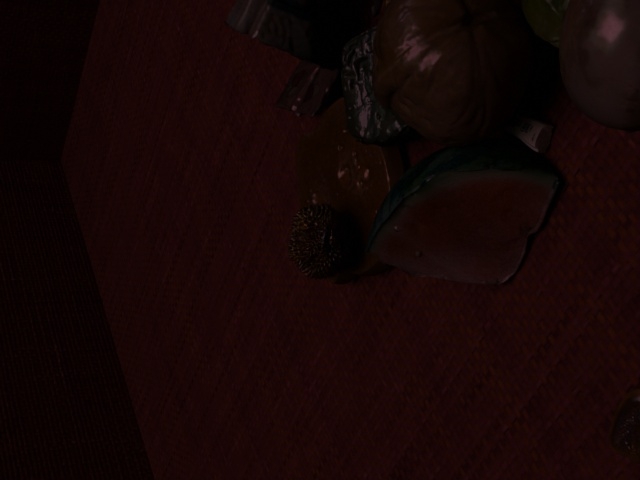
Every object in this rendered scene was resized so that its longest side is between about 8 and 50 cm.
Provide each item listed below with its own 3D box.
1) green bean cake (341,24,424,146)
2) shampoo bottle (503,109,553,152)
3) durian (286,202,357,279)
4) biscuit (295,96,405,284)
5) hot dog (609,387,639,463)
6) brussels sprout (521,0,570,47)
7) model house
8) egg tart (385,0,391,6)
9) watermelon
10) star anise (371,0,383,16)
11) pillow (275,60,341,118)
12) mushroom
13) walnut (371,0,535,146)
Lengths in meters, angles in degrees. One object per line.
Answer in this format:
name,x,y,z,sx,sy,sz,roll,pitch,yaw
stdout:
green bean cake,0.146,-0.298,1.930,0.222,0.125,0.227,-15,80,47
shampoo bottle,0.338,-0.193,1.712,0.141,0.034,0.049,42,132,54
durian,0.000,0.000,2.096,0.158,0.137,0.168,63,155,1
biscuit,0.067,-0.103,2.160,0.365,0.062,0.385,-36,61,53
hot dog,0.472,0.260,1.461,0.090,0.060,0.140,41,132,48
brussels sprout,0.381,-0.375,1.527,0.181,0.144,0.161,49,115,18
model house,-0.053,-0.540,2.163,0.298,0.243,0.284,-130,58,-66
egg tart,0.168,-0.482,2.003,0.105,0.039,0.105,2,92,60
watermelon,0.208,-0.059,1.765,0.319,0.222,0.292,52,137,48
star anise,0.098,-0.686,2.060,0.316,0.139,0.359,-110,19,-44
pillow,-0.024,-0.345,2.306,0.135,0.049,0.248,-64,28,1
mushroom,0.467,-0.267,1.310,0.290,0.297,0.297,27,120,17
walnut,0.214,-0.296,1.673,0.277,0.252,0.313,39,166,8
